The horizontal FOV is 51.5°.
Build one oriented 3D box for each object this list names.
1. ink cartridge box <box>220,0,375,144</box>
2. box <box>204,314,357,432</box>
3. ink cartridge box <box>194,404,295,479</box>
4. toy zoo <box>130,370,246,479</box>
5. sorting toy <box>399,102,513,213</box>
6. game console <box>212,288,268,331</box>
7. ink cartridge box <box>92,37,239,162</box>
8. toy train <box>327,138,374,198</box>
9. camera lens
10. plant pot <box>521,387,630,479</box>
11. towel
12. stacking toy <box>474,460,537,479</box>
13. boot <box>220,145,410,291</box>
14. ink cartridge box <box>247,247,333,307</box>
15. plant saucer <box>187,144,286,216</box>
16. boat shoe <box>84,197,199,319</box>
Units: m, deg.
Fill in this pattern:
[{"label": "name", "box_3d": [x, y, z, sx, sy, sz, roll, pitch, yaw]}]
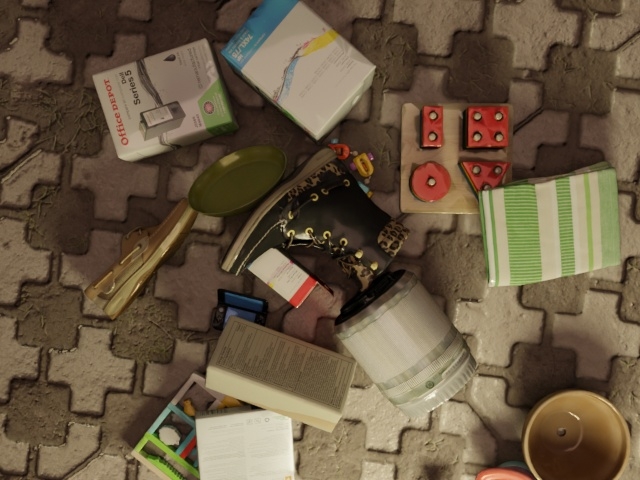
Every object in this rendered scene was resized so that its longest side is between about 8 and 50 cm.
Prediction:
[{"label": "ink cartridge box", "box_3d": [-0.043, -0.377, 1.463, 0.270, 0.198, 0.197, 41, 92, 1]}, {"label": "box", "box_3d": [-0.090, 0.300, 1.495, 0.311, 0.121, 0.148, 21, 54, 2]}, {"label": "ink cartridge box", "box_3d": [-0.173, 0.493, 1.540, 0.223, 0.045, 0.224, -4, 100, -11]}, {"label": "toy zoo", "box_3d": [-0.286, 0.447, 1.576, 0.192, 0.030, 0.293, 39, 92, 0]}, {"label": "sorting toy", "box_3d": [0.314, -0.189, 1.513, 0.257, 0.089, 0.255, 1, 92, 1]}, {"label": "game console", "box_3d": [-0.188, 0.173, 1.545, 0.122, 0.071, 0.107, 14, 92, 2]}, {"label": "ink cartridge box", "box_3d": [-0.349, -0.314, 1.513, 0.273, 0.115, 0.198, -18, 91, 2]}, {"label": "toy train", "box_3d": [0.066, -0.154, 1.546, 0.125, 0.046, 0.166, -1, 94, 12]}, {"label": "camera lens", "box_3d": [0.181, 0.218, 1.463, 0.219, 0.219, 0.274, -38, 90, 2]}, {"label": "plant pot", "box_3d": [0.565, 0.449, 1.512, 0.237, 0.110, 0.237, 0, 88, -1]}, {"label": "towel", "box_3d": [0.520, -0.032, 1.497, 0.325, 0.038, 0.248, -11, 104, -9]}, {"label": "stacking toy", "box_3d": [0.403, 0.670, 1.547, 0.280, 0.130, 0.309, -8, 85, 20]}, {"label": "boot", "box_3d": [0.000, 0.000, 1.411, 0.284, 0.138, 0.377, 42, 57, 1]}, {"label": "ink cartridge box", "box_3d": [-0.080, 0.076, 1.508, 0.231, 0.134, 0.078, 39, 91, 1]}, {"label": "plant saucer", "box_3d": [-0.180, -0.127, 1.482, 0.241, 0.241, 0.037, -25, 126, 2]}, {"label": "boat shoe", "box_3d": [-0.410, 0.024, 1.522, 0.110, 0.121, 0.341, 40, 93, -1]}]
